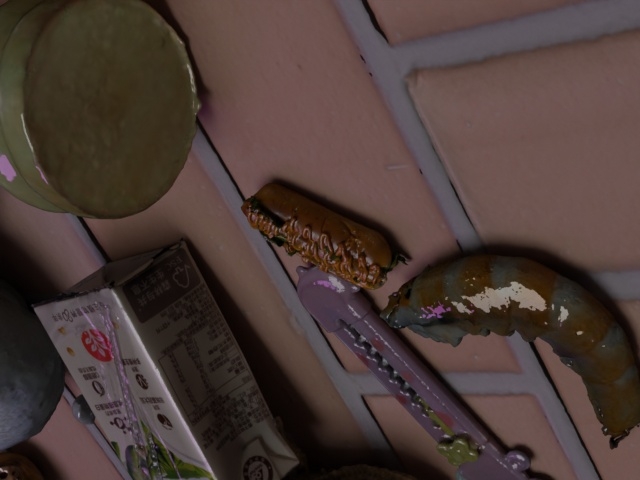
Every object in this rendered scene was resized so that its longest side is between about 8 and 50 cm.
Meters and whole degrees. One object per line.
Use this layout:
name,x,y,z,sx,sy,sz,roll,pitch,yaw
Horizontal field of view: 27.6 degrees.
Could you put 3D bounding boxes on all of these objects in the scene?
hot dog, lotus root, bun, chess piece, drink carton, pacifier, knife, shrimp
hot dog,0.000,0.000,1.371,0.188,0.055,0.072,26,139,17
lotus root,-0.541,0.482,2.203,0.152,0.169,0.342,10,141,-8
bun,-0.507,0.132,1.797,0.354,0.194,0.354,18,146,13
chess piece,-0.362,-0.152,1.393,0.442,0.234,0.234,8,133,39
drink carton,-0.187,0.174,1.596,0.194,0.132,0.324,-13,108,49
pacifier,-0.280,0.201,1.746,0.126,0.117,0.150,68,168,-7
knife,0.107,0.174,1.474,0.398,0.038,0.132,48,139,-11
shrimp,0.216,0.092,1.298,0.287,0.068,0.185,27,146,-1

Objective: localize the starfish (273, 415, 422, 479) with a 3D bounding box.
starfish,0.021,0.402,1.732,0.324,0.082,0.432,25,133,15
